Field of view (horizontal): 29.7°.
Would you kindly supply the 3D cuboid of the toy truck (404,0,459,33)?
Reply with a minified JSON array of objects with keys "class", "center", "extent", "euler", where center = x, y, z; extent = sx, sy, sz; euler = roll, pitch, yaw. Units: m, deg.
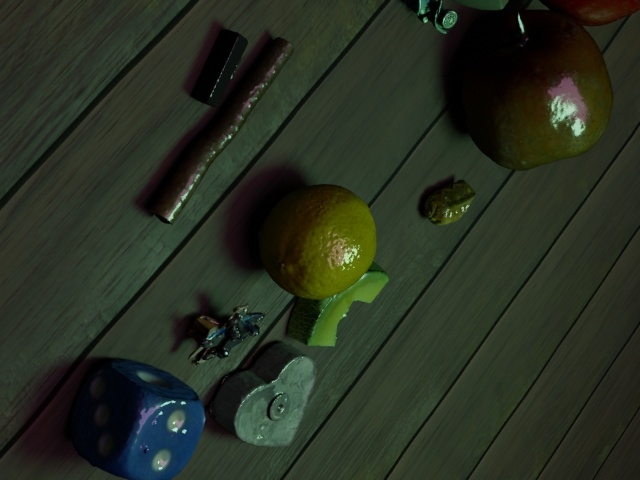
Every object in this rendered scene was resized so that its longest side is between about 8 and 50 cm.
[{"class":"toy truck","center":[0.163,-0.405,1.972],"extent":[0.078,0.080,0.154],"euler":[-33,134,-7]}]

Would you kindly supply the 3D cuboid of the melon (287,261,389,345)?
[{"class":"melon","center":[0.030,0.100,2.074],"extent":[0.209,0.064,0.118],"euler":[-52,144,-15]}]

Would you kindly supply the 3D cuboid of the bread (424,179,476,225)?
[{"class":"bread","center":[0.237,-0.066,2.234],"extent":[0.110,0.060,0.066],"euler":[-27,112,-40]}]

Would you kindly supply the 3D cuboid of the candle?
[{"class":"candle","center":[-0.089,0.272,2.012],"extent":[0.192,0.068,0.168],"euler":[-36,134,-29]}]

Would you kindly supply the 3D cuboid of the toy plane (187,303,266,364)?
[{"class":"toy plane","center":[-0.133,0.144,1.900],"extent":[0.188,0.062,0.135],"euler":[-3,138,-52]}]

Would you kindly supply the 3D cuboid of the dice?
[{"class":"dice","center":[-0.262,0.261,1.738],"extent":[0.143,0.146,0.146],"euler":[21,92,-50]}]

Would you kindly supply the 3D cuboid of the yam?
[{"class":"yam","center":[-0.142,-0.163,1.755],"extent":[0.045,0.045,0.327],"euler":[39,74,-19]}]

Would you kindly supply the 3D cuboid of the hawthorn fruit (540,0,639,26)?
[{"class":"hawthorn fruit","center":[0.463,-0.524,2.132],"extent":[0.307,0.265,0.265],"euler":[21,91,-30]}]

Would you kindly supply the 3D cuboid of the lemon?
[{"class":"lemon","center":[0.000,0.000,1.896],"extent":[0.203,0.178,0.178],"euler":[-30,129,-40]}]

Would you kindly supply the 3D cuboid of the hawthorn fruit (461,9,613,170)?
[{"class":"hawthorn fruit","center":[0.380,-0.285,2.148],"extent":[0.268,0.268,0.301],"euler":[-41,131,-30]}]

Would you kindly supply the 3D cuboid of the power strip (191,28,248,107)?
[{"class":"power strip","center":[-0.143,-0.244,1.717],"extent":[0.029,0.038,0.111],"euler":[28,87,-53]}]

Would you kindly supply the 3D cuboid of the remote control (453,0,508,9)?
[{"class":"remote control","center":[0.221,-0.488,1.959],"extent":[0.038,0.123,0.285],"euler":[-51,141,-21]}]
